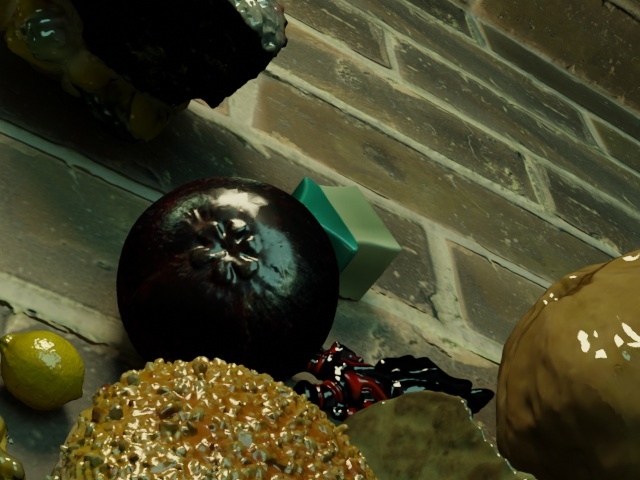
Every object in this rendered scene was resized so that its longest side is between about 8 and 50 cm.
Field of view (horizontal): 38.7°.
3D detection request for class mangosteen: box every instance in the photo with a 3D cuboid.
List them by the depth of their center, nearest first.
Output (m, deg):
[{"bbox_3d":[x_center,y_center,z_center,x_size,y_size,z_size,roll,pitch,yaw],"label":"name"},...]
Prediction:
[{"bbox_3d":[-0.089,0.045,0.877,0.216,0.216,0.216,27,31,-18],"label":"mangosteen"}]

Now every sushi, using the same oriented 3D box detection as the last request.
[{"bbox_3d":[-0.228,-0.267,1.064,0.328,0.285,0.329,37,23,-42],"label":"sushi"}]

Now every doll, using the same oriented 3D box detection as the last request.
[{"bbox_3d":[0.076,0.166,0.993,0.248,0.088,0.127,8,60,-27],"label":"doll"}]

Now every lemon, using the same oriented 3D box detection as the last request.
[{"bbox_3d":[-0.233,0.106,0.758,0.083,0.062,0.062,36,30,-3],"label":"lemon"}]

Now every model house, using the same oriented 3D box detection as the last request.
[{"bbox_3d":[0.000,0.000,1.115,0.149,0.100,0.127,5,43,-47],"label":"model house"}]

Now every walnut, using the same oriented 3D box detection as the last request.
[{"bbox_3d":[0.377,0.196,1.023,0.383,0.383,0.383,27,31,-18],"label":"walnut"}]

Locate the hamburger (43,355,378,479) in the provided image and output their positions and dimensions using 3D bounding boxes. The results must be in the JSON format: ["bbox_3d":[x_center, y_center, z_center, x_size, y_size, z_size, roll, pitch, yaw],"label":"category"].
[{"bbox_3d":[-0.066,0.217,0.672,0.302,0.170,0.302,27,32,-18],"label":"hamburger"}]

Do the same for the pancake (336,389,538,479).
[{"bbox_3d":[0.083,0.240,0.789,0.236,0.222,0.042,23,-14,39],"label":"pancake"}]

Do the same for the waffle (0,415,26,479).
[{"bbox_3d":[-0.322,0.157,0.607,0.254,0.052,0.245,6,41,-42],"label":"waffle"}]
